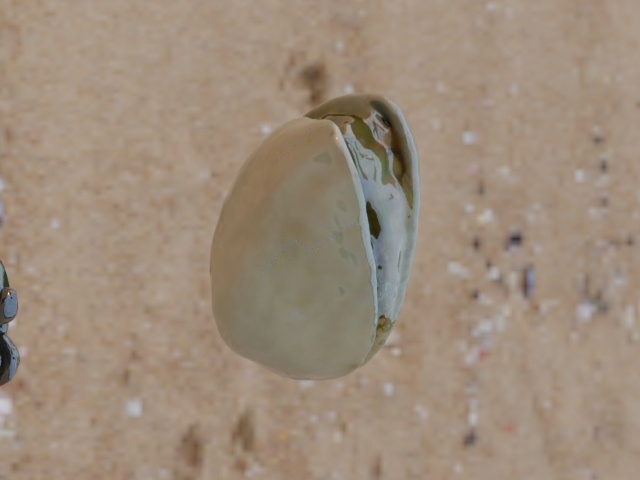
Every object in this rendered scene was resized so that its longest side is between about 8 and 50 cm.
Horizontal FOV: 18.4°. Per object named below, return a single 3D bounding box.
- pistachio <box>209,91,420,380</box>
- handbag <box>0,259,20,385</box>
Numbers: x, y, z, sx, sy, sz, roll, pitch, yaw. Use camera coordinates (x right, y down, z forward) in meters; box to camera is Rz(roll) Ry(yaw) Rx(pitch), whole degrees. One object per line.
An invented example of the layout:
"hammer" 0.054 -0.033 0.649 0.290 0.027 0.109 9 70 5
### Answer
"pistachio" 0.000 0.000 1.241 0.136 0.136 0.226 -50 167 -42
"handbag" -0.181 0.034 0.819 0.047 0.111 0.072 -104 -166 -56
